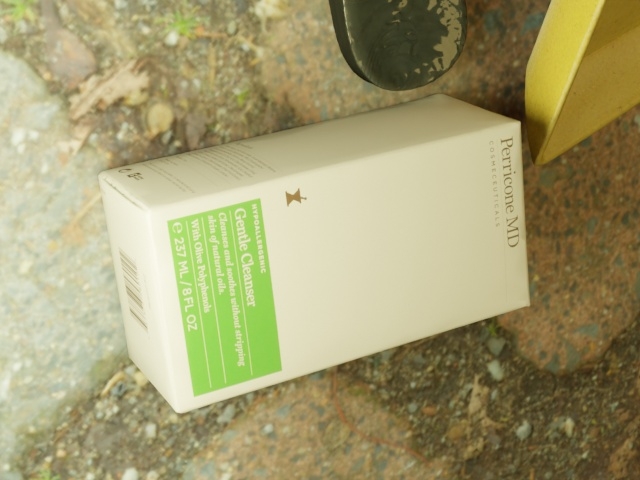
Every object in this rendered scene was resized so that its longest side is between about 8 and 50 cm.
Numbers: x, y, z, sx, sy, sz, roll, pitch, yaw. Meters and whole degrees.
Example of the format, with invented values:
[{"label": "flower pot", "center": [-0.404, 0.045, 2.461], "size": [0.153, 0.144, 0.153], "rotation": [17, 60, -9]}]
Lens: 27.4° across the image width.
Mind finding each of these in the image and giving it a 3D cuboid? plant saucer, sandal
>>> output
[{"label": "plant saucer", "center": [0.329, -0.265, 1.250], "size": [0.333, 0.081, 0.333], "rotation": [-31, 153, -29]}, {"label": "sandal", "center": [0.054, -0.343, 1.158], "size": [0.167, 0.107, 0.446], "rotation": [-28, 117, -17]}]

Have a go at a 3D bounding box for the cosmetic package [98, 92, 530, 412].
[{"label": "cosmetic package", "center": [0.000, 0.000, 1.215], "size": [0.365, 0.155, 0.197], "rotation": [-16, 112, -21]}]
